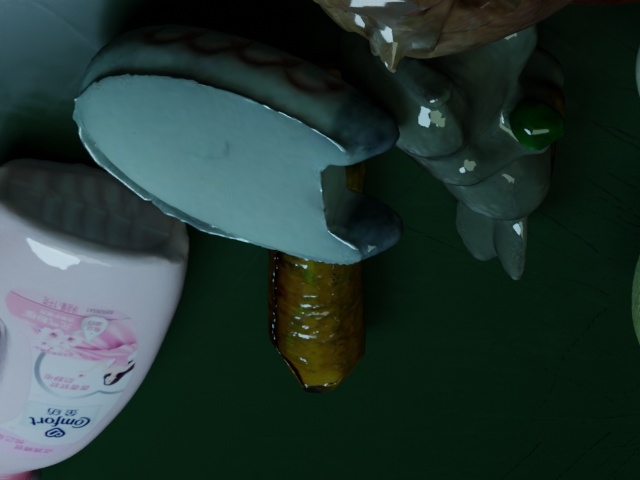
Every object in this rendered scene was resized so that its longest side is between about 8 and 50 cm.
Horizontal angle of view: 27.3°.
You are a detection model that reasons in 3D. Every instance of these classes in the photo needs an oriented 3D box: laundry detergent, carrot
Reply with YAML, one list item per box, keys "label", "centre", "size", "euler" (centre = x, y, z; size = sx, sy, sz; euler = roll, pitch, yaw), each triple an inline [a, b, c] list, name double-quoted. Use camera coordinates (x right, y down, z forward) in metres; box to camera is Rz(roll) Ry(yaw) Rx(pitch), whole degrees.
- label: "laundry detergent"
  centre: [-0.208, 0.088, 0.938]
  size: [0.159, 0.087, 0.335]
  euler: [20, 132, -13]
- label: "carrot"
  centre: [0.000, 0.000, 0.869]
  size: [0.070, 0.070, 0.260]
  euler: [1, 134, -2]

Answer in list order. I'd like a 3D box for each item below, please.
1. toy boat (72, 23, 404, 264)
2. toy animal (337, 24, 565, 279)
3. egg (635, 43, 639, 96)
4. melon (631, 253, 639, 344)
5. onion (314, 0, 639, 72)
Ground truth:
- label: "toy boat"
  centre: [-0.043, -0.064, 0.756]
  size: [0.208, 0.079, 0.134]
  euler: [17, 144, 23]
- label: "toy animal"
  centre: [0.094, -0.072, 0.793]
  size: [0.108, 0.138, 0.236]
  euler: [-54, 151, -6]
- label: "egg"
  centre: [0.253, -0.092, 0.748]
  size: [0.152, 0.114, 0.114]
  euler: [9, 134, -13]
- label: "melon"
  centre: [0.278, 0.017, 0.840]
  size: [0.139, 0.139, 0.192]
  euler: [15, 131, -15]
- label: "onion"
  centre: [0.103, -0.243, 0.475]
  size: [0.354, 0.353, 0.353]
  euler: [0, 134, 0]
